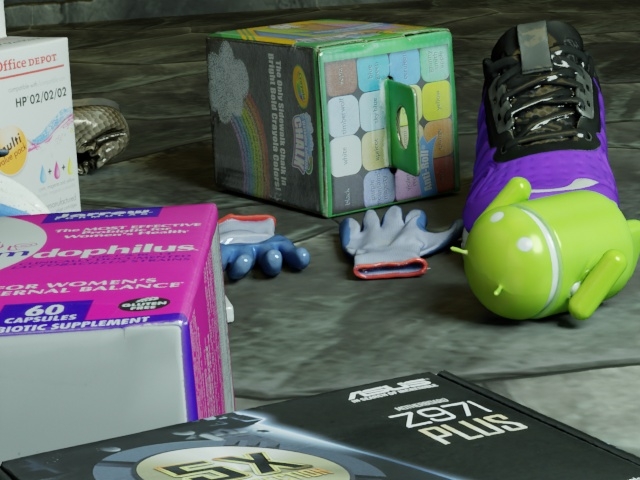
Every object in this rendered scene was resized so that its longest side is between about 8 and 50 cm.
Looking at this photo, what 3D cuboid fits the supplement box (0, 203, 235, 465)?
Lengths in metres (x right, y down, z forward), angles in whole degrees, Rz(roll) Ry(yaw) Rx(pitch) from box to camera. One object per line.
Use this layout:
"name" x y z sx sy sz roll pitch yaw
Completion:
"supplement box" -0.098 0.061 0.713 0.111 0.114 0.220 -4 11 0

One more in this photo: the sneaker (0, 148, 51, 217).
"sneaker" -0.293 -0.003 0.908 0.322 0.130 0.236 6 -3 -40

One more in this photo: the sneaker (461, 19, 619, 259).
"sneaker" 0.145 -0.074 1.169 0.102 0.146 0.293 -2 12 6

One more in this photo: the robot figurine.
"robot figurine" 0.131 0.008 0.987 0.115 0.067 0.101 -11 38 -33

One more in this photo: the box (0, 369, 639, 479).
"box" 0.003 0.108 0.550 0.180 0.078 0.147 -9 13 -25

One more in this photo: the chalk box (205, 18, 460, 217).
"chalk box" 0.022 -0.098 1.343 0.132 0.132 0.213 -12 16 -33

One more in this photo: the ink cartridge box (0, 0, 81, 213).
"ink cartridge box" -0.232 -0.089 1.244 0.061 0.181 0.104 4 15 30

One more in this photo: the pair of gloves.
"pair of gloves" 0.000 0.000 1.161 0.198 0.023 0.159 -3 13 2

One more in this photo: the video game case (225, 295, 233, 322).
"video game case" -0.119 0.040 1.035 0.122 0.011 0.087 -5 13 -11

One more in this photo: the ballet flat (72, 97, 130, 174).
"ballet flat" -0.285 -0.075 1.485 0.249 0.058 0.084 -8 -25 -18
